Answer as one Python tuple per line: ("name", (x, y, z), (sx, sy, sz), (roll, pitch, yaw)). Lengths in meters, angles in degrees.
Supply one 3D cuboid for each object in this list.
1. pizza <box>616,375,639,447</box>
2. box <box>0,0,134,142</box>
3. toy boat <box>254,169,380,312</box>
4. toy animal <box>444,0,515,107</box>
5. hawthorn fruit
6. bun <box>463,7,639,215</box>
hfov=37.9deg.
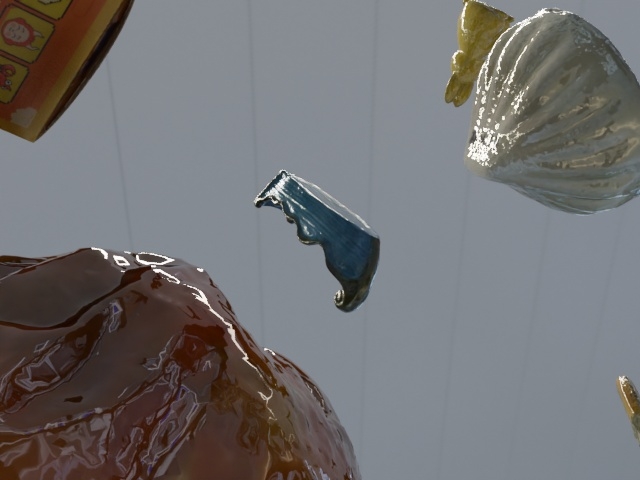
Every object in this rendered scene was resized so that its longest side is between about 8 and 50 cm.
("pizza", (0.499, 0.316, 1.392), (0.034, 0.181, 0.262), (-26, -85, 12))
("box", (-0.340, -0.314, 1.044), (0.214, 0.283, 0.259), (23, -54, -28))
("toy boat", (0.000, 0.000, 0.940), (0.075, 0.185, 0.077), (23, -78, -44))
("toy animal", (0.227, -0.283, 1.424), (0.070, 0.083, 0.159), (-16, -51, -64))
("hawthorn fruit", (-0.186, 0.216, 0.592), (0.472, 0.472, 0.471), (-16, -54, -23))
("bun", (0.258, -0.128, 1.122), (0.175, 0.263, 0.263), (-29, -50, -10))
